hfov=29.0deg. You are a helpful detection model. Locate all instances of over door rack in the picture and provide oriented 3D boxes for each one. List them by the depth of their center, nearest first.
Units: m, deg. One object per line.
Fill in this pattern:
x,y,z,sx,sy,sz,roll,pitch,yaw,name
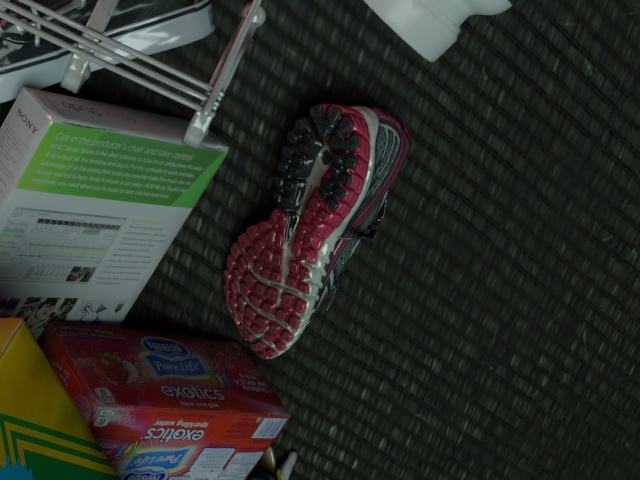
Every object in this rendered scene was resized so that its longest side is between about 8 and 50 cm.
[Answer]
-0.131,-0.267,0.984,0.239,0.108,0.324,25,99,-10,over door rack

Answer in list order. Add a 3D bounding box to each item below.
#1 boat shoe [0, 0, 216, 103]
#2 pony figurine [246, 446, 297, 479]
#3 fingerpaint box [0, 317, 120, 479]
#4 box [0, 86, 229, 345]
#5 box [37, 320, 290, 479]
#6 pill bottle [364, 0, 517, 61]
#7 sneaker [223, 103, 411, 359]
-0.245,-0.192,1.072,0.306,0.113,0.105,-17,116,-8,boat shoe
-0.130,0.448,1.412,0.351,0.302,0.364,-31,125,-35,pony figurine
-0.396,0.250,1.089,0.444,0.163,0.371,-3,131,23,fingerpaint box
-0.251,0.015,1.160,0.232,0.058,0.322,6,125,-55,box
-0.175,0.176,1.247,0.256,0.123,0.128,11,120,-46,box
0.150,-0.301,1.082,0.162,0.162,0.278,38,104,-29,pill bottle
0.000,0.000,1.250,0.112,0.121,0.299,-7,135,-47,sneaker
